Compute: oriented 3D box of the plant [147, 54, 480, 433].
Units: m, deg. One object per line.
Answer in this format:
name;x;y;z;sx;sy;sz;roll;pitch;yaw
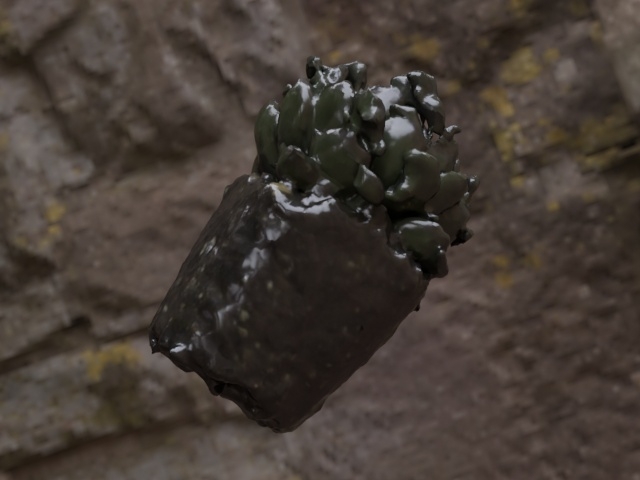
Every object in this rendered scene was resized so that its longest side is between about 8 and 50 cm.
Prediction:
plant;0.000;0.000;0.628;0.143;0.092;0.094;-56;9;-10
